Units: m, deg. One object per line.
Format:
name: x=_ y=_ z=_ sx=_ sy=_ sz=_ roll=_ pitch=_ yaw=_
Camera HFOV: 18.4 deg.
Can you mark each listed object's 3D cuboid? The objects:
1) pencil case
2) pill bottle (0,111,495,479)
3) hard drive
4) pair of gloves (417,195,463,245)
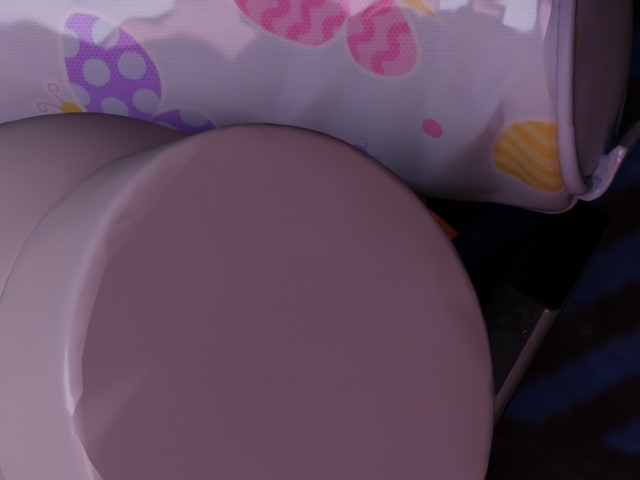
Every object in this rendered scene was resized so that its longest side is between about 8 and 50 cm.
pencil case: x=-0.037 y=-0.072 z=0.622 sx=0.273 sy=0.113 sz=0.124 roll=2 pitch=94 yaw=17
pill bottle: x=-0.092 y=0.056 z=0.582 sx=0.301 sy=0.169 sz=0.169 roll=-15 pitch=105 yaw=52
hard drive: x=0.048 y=0.056 z=0.650 sx=0.022 sy=0.094 sz=0.135 roll=30 pitch=115 yaw=8
pair of gloves: x=0.000 y=0.000 z=0.693 sx=0.074 sy=0.010 sz=0.083 roll=43 pitch=116 yaw=0
